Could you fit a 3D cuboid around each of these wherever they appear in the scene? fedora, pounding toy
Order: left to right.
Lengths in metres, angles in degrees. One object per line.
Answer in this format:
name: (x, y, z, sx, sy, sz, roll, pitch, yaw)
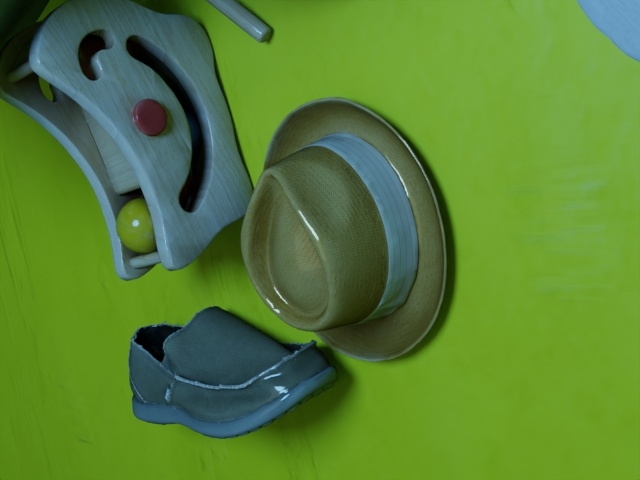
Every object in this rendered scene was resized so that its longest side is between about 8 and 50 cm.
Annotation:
pounding toy: (-0.133, -0.110, 0.765, 0.155, 0.154, 0.270, -12, 96, 47)
fedora: (0.000, 0.000, 0.723, 0.194, 0.079, 0.194, 18, 116, 41)

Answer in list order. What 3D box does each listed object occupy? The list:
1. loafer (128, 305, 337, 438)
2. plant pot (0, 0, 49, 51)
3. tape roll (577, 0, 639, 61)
loafer: (-0.089, 0.102, 0.840, 0.251, 0.094, 0.087, -10, 101, 47)
plant pot: (-0.321, -0.213, 0.736, 0.247, 0.248, 0.252, 23, 101, -8)
tape roll: (0.209, -0.173, 0.452, 0.219, 0.072, 0.219, 17, 115, 41)
